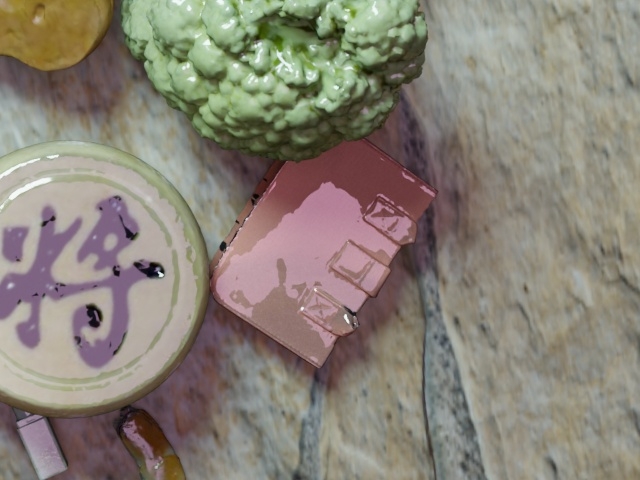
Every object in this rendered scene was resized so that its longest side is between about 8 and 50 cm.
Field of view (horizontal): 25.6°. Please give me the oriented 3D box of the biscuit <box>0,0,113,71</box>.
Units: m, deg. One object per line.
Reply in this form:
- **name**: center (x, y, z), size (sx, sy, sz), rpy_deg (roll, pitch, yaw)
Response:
- **biscuit**: center (-0.337, -0.292, 1.221), size (0.312, 0.057, 0.351), rpy_deg (-21, 112, 18)

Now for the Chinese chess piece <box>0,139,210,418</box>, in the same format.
- **Chinese chess piece**: center (-0.230, 0.035, 1.300), size (0.257, 0.104, 0.257), rpy_deg (0, 90, -12)

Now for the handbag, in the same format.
- **handbag**: center (0.000, 0.000, 1.378), size (0.157, 0.059, 0.213), rpy_deg (33, 90, -12)

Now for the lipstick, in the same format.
- **lipstick**: center (-0.281, 0.165, 1.354), size (0.030, 0.030, 0.129), rpy_deg (-23, 96, -8)

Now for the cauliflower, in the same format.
- **cauliflower**: center (-0.040, -0.220, 1.247), size (0.326, 0.260, 0.281), rpy_deg (-1, 66, 28)

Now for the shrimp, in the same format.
- **shrimp**: center (-0.209, 0.249, 1.370), size (0.161, 0.049, 0.166), rpy_deg (-9, 96, -13)
